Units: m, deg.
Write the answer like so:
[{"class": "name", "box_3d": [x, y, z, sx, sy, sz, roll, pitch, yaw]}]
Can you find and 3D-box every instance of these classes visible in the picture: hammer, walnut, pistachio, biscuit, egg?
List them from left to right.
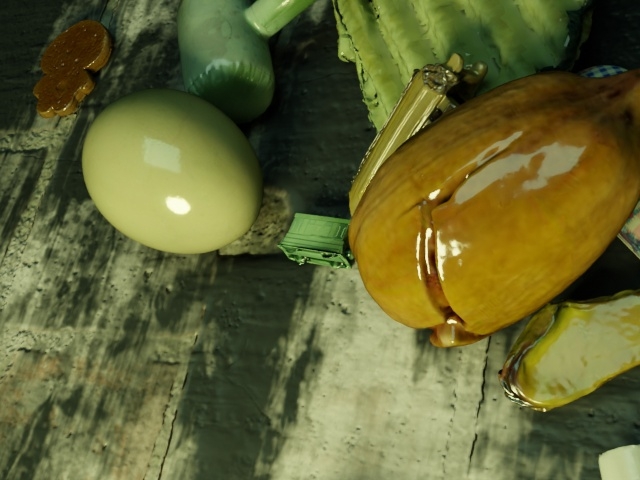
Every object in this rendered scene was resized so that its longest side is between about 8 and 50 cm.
[{"class": "biscuit", "box_3d": [-0.371, -0.255, 1.447, 0.124, 0.026, 0.175, -1, 61, 28]}, {"class": "egg", "box_3d": [-0.172, -0.080, 1.138, 0.242, 0.186, 0.186, 27, 76, 34]}, {"class": "hammer", "box_3d": [-0.046, -0.303, 1.208, 0.335, 0.119, 0.206, -35, 51, 28]}, {"class": "walnut", "box_3d": [0.171, -0.039, 0.896, 0.336, 0.209, 0.209, -43, 48, 26]}, {"class": "pistachio", "box_3d": [0.244, 0.095, 0.908, 0.173, 0.049, 0.089, -30, 75, 6]}]

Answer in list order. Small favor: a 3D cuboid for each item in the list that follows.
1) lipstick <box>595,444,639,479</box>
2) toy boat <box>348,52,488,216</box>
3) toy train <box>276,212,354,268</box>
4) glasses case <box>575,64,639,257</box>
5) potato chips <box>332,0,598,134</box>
[{"class": "lipstick", "box_3d": [0.273, 0.293, 0.767, 0.059, 0.059, 0.264, -15, 56, 19]}, {"class": "toy boat", "box_3d": [0.103, -0.095, 1.030, 0.088, 0.068, 0.226, 50, 121, 33]}, {"class": "toy train", "box_3d": [0.000, 0.000, 1.097, 0.093, 0.038, 0.056, 8, 63, 31]}, {"class": "glasses case", "box_3d": [0.327, -0.054, 0.938, 0.125, 0.076, 0.327, -37, 51, 4]}, {"class": "potato chips", "box_3d": [0.167, -0.286, 1.108, 0.358, 0.070, 0.429, -37, 52, 26]}]
